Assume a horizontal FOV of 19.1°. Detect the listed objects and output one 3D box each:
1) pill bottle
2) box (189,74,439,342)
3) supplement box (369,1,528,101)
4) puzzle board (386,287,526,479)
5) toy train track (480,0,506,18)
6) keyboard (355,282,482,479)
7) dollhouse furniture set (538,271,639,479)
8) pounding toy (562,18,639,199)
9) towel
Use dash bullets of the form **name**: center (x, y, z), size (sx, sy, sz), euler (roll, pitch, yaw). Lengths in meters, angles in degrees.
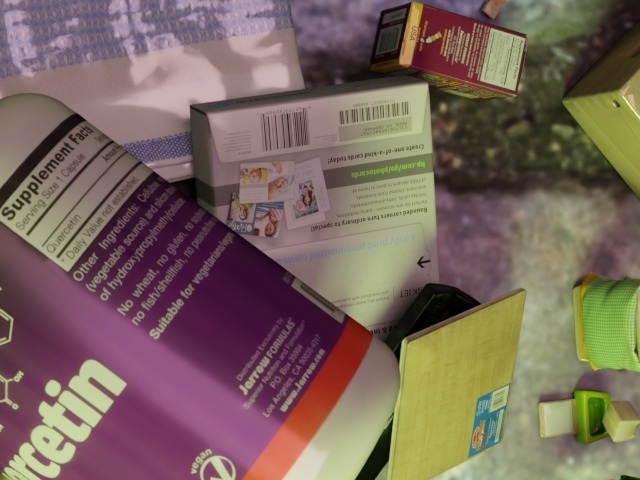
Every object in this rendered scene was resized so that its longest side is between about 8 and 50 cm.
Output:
- **pill bottle**: center (-0.128, 0.046, 1.026), size (0.323, 0.181, 0.181), euler (36, 78, -3)
- **box**: center (0.000, 0.000, 1.166), size (0.145, 0.038, 0.186), euler (-10, 105, -19)
- **supplement box**: center (0.081, -0.119, 1.206), size (0.083, 0.055, 0.043), euler (14, 85, -20)
- **puzzle board**: center (0.083, 0.095, 1.186), size (0.096, 0.011, 0.128), euler (-22, 134, -32)
- **toy train track**: center (0.130, -0.182, 1.246), size (0.048, 0.014, 0.083), euler (36, 84, -23)
- **keyboard**: center (0.020, 0.101, 1.170), size (0.192, 0.038, 0.100), euler (-55, 143, 3)
- **dollhouse furniture set**: center (0.173, 0.098, 1.228), size (0.058, 0.076, 0.151), euler (-5, 92, -20)
- **pounding toy**: center (0.251, -0.137, 1.245), size (0.181, 0.094, 0.206), euler (-44, 104, -14)
- **towel**: center (-0.122, -0.169, 1.146), size (0.209, 0.034, 0.285), euler (-12, 94, -20)
